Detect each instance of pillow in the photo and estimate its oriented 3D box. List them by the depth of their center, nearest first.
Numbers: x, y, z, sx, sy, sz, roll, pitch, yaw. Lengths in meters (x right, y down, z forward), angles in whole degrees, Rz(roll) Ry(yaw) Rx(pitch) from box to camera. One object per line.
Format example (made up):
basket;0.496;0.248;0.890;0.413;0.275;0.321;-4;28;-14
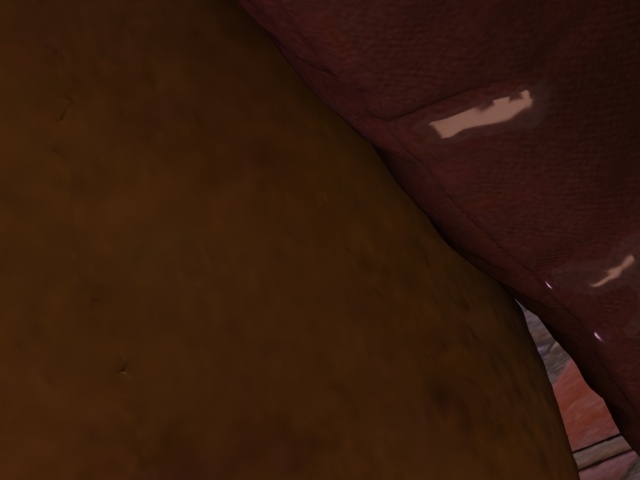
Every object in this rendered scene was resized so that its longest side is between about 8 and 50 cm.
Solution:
pillow;0.059;-0.139;0.435;0.308;0.108;0.305;43;58;-54

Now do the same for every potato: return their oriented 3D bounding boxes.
potato;-0.088;0.009;0.467;0.290;0.296;0.397;-41;155;6
